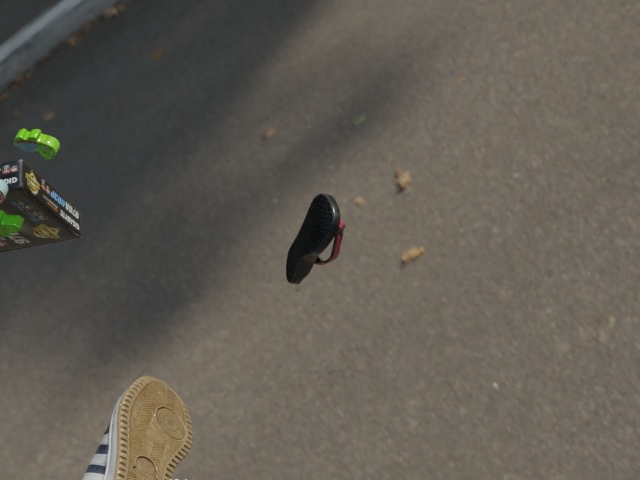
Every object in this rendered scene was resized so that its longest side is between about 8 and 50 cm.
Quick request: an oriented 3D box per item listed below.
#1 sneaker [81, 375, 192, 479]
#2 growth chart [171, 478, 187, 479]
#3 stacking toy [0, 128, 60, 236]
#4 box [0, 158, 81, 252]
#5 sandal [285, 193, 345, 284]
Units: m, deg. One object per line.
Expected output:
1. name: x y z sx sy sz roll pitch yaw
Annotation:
1. sneaker: -0.230 0.276 1.244 0.153 0.099 0.282 -42 22 24
2. growth chart: -0.181 0.411 1.652 0.237 0.021 0.172 26 24 13
3. stacking toy: -0.412 -0.057 1.266 0.221 0.052 0.167 0 40 8
4. box: -0.500 -0.048 1.794 0.175 0.220 0.051 -10 68 9
5. sandal: 0.000 0.000 1.288 0.179 0.040 0.067 124 152 -63
